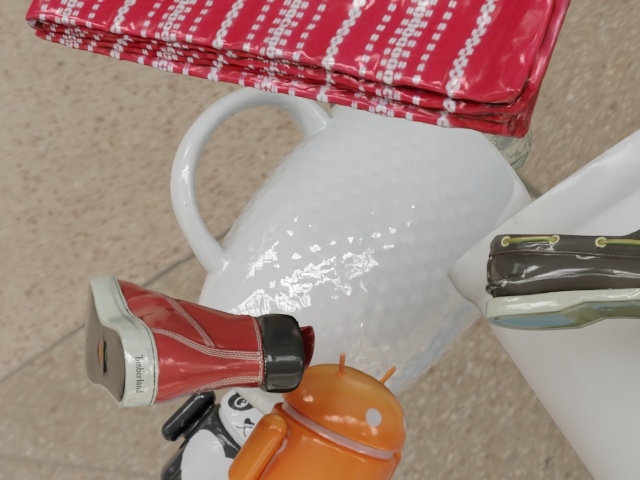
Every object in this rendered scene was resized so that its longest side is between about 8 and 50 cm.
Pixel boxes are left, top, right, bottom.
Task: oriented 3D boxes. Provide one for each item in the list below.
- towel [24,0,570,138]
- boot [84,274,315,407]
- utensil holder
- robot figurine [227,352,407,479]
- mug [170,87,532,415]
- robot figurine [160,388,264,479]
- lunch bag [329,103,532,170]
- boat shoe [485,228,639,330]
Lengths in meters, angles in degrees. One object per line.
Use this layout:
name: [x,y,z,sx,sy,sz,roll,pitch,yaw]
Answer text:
towel: [-0.001,-0.158,0.594,0.275,0.031,0.198,15,83,35]
boot: [-0.105,0.083,1.201,0.176,0.244,0.088,-2,101,-20]
utensil holder: [0.356,0.096,1.274,0.328,0.328,0.385,-37,82,23]
robot figurine: [-0.002,0.208,1.301,0.158,0.128,0.219,25,93,-7]
mug: [0.000,0.000,1.517,0.374,0.328,0.276,48,158,-14]
robot figurine: [-0.138,0.352,2.194,0.209,0.173,0.278,36,102,-23]
lunch bag: [0.150,-0.213,1.827,0.256,0.212,0.305,2,144,10]
boat shoe: [0.228,0.020,1.001,0.228,0.081,0.068,-4,73,19]
